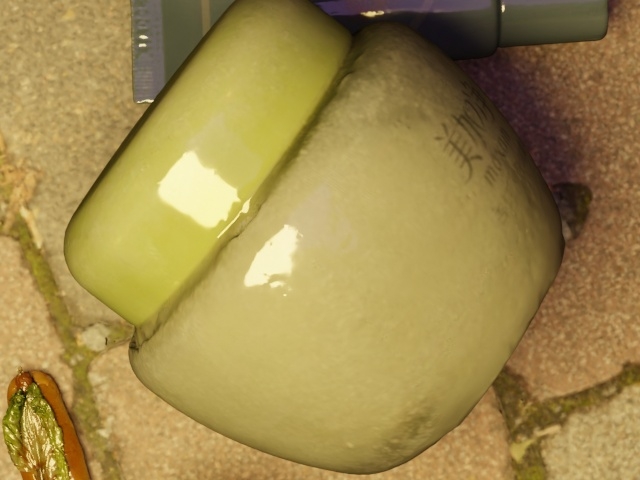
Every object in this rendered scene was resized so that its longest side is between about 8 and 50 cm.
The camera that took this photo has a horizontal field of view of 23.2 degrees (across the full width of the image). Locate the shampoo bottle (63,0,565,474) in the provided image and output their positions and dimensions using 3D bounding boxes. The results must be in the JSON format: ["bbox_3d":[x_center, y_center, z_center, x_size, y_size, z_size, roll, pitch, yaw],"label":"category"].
[{"bbox_3d":[0.000,0.000,1.136,0.317,0.322,0.322,39,86,-10],"label":"shampoo bottle"}]

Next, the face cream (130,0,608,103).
[{"bbox_3d":[0.037,-0.187,1.264,0.385,0.086,0.136,-3,88,1],"label":"face cream"}]

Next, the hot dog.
[{"bbox_3d":[-0.223,0.165,1.254,0.056,0.041,0.133,-18,90,-4],"label":"hot dog"}]
